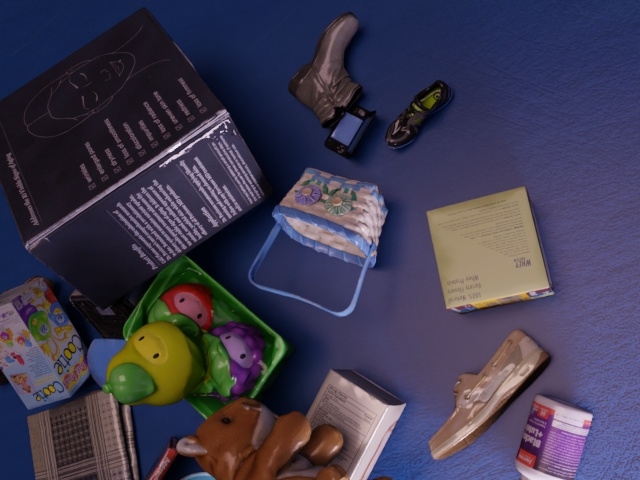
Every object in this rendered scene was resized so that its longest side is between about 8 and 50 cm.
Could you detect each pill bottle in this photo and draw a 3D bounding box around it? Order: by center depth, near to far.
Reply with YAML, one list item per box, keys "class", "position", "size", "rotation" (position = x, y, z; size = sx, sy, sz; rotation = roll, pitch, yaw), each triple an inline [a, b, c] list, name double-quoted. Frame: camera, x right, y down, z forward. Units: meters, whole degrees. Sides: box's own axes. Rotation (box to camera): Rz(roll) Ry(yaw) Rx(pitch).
- class: "pill bottle"
  position: [0.428, 0.395, 1.286]
  size: [0.108, 0.108, 0.193]
  rotation: [16, 87, 25]

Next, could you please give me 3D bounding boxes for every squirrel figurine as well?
- class: "squirrel figurine"
  position: [-0.118, 0.495, 1.281]
  size: [0.371, 0.281, 0.396]
  rotation: [25, 89, 32]

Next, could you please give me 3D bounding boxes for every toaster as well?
- class: "toaster"
  position: [-0.482, 0.154, 1.675]
  size: [0.186, 0.168, 0.110]
  rotation: [-4, 46, 23]

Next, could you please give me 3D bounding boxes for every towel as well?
- class: "towel"
  position: [-0.594, 0.556, 1.738]
  size: [0.312, 0.056, 0.324]
  rotation: [-21, 75, 22]

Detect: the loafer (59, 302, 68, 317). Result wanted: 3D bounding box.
- class: "loafer"
  position: [-0.698, 0.231, 1.840]
  size: [0.039, 0.045, 0.125]
  rotation: [-23, 75, 25]

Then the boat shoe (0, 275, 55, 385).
- class: "boat shoe"
  position: [-0.845, 0.230, 1.864]
  size: [0.123, 0.123, 0.342]
  rotation: [34, 101, 24]

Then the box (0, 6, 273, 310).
- class: "box"
  position: [-0.445, -0.194, 1.556]
  size: [0.472, 0.297, 0.480]
  rotation: [-34, 54, -5]

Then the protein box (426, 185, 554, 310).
- class: "protein box"
  position: [0.340, 0.026, 1.376]
  size: [0.200, 0.136, 0.201]
  rotation: [-15, 74, 20]

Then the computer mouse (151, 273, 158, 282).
- class: "computer mouse"
  position: [-0.534, 0.075, 1.780]
  size: [0.272, 0.072, 0.188]
  rotation: [-32, 71, 15]

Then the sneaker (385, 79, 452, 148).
- class: "sneaker"
  position: [0.209, -0.283, 1.520]
  size: [0.188, 0.078, 0.067]
  rotation: [-45, 67, 11]

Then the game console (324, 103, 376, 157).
- class: "game console"
  position: [0.067, -0.256, 1.581]
  size: [0.107, 0.071, 0.122]
  rotation: [33, 94, 25]

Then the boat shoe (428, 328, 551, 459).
- class: "boat shoe"
  position: [0.314, 0.304, 1.357]
  size: [0.302, 0.109, 0.098]
  rotation: [-46, 61, 3]

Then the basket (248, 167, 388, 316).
- class: "basket"
  position: [0.000, 0.000, 1.491]
  size: [0.255, 0.201, 0.288]
  rotation: [16, 77, 24]

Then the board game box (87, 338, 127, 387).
- class: "board game box"
  position: [-0.506, 0.308, 1.742]
  size: [0.169, 0.033, 0.133]
  rotation: [-1, 102, 15]

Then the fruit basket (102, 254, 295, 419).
- class: "fruit basket"
  position: [-0.284, 0.225, 1.486]
  size: [0.392, 0.392, 0.283]
  rotation: [37, 96, 24]

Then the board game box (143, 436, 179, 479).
- class: "board game box"
  position: [-0.409, 0.588, 1.566]
  size: [0.027, 0.145, 0.281]
  rotation: [33, 80, -7]

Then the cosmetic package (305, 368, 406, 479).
- class: "cosmetic package"
  position: [0.036, 0.433, 1.438]
  size: [0.153, 0.129, 0.296]
  rotation: [30, 94, 26]

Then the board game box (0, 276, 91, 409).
- class: "board game box"
  position: [-0.708, 0.256, 1.714]
  size: [0.144, 0.142, 0.275]
  rotation: [-19, 108, 19]

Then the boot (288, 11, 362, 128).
- class: "boot"
  position: [0.047, -0.393, 1.610]
  size: [0.161, 0.083, 0.246]
  rotation: [45, 108, 25]

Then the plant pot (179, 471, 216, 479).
- class: "plant pot"
  position: [-0.301, 0.679, 1.481]
  size: [0.255, 0.272, 0.271]
  rotation: [-39, 67, 29]
